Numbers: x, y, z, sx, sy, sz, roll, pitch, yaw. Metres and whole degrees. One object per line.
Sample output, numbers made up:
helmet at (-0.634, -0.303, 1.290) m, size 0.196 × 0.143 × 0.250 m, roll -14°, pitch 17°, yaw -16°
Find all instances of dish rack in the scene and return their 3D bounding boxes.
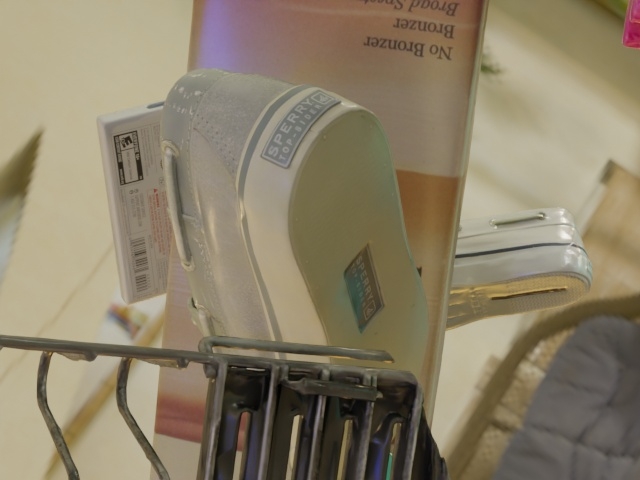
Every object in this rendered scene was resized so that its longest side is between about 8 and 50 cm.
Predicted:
dish rack at (-0.100, 0.107, 0.330) m, size 0.074 × 0.271 × 0.208 m, roll -162°, pitch 80°, yaw -66°

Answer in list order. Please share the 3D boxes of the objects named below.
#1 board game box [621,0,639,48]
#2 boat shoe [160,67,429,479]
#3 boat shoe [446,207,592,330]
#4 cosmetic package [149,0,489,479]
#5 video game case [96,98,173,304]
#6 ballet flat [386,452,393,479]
board game box at (0.165, -0.267, 0.436) m, size 0.390 × 0.050 × 0.390 m, roll -4°, pitch -76°, yaw -82°
boat shoe at (-0.012, 0.019, 0.546) m, size 0.079 × 0.081 × 0.228 m, roll -47°, pitch -32°, yaw -27°
boat shoe at (0.092, 0.023, 1.065) m, size 0.083 × 0.226 × 0.076 m, roll 83°, pitch -177°, yaw -53°
cosmetic package at (0.000, 0.000, 0.752) m, size 0.129 × 0.153 × 0.296 m, roll -60°, pitch -24°, yaw -76°
video game case at (-0.091, -0.038, 1.045) m, size 0.143 × 0.019 × 0.157 m, roll -17°, pitch -56°, yaw -22°
ballet flat at (0.039, 0.170, 0.678) m, size 0.052 × 0.168 × 0.057 m, roll -22°, pitch 16°, yaw 36°
